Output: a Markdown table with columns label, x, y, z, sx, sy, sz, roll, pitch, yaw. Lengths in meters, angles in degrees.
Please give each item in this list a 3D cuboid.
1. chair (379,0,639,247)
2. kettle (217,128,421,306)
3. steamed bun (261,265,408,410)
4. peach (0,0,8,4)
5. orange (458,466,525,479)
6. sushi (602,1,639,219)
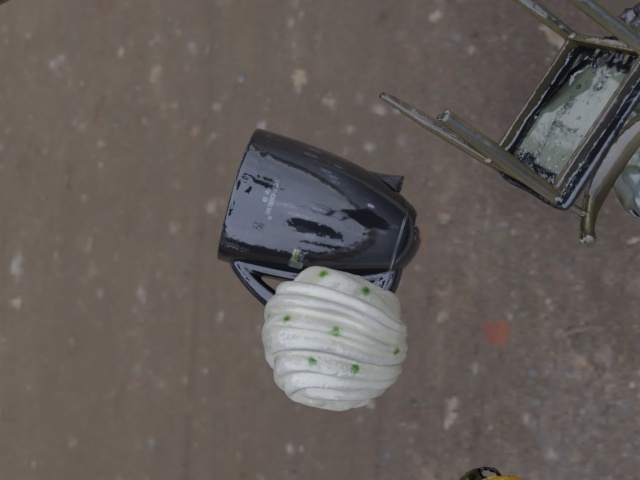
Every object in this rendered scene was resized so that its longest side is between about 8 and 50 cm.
| label | x | y | z | sx | sy | sz | roll | pitch | yaw |
| --- | --- | --- | --- | --- | --- | --- | --- | --- | --- |
| chair | 0.229 | -0.122 | 1.181 | 0.188 | 0.272 | 0.166 | -58 | 23 | 3 |
| kettle | 0.000 | 0.000 | 1.896 | 0.207 | 0.290 | 0.268 | 106 | -178 | -81 |
| steamed bun | 0.018 | 0.119 | 1.495 | 0.106 | 0.182 | 0.183 | 169 | 106 | -80 |
| peach | -0.319 | -0.326 | 1.116 | 0.252 | 0.252 | 0.253 | -10 | 76 | 48 |
| orange | 0.174 | 0.313 | 1.247 | 0.112 | 0.160 | 0.170 | -2 | 113 | 38 |
| sushi | 0.466 | -0.156 | 1.370 | 0.299 | 0.294 | 0.281 | 53 | 135 | 13 |
